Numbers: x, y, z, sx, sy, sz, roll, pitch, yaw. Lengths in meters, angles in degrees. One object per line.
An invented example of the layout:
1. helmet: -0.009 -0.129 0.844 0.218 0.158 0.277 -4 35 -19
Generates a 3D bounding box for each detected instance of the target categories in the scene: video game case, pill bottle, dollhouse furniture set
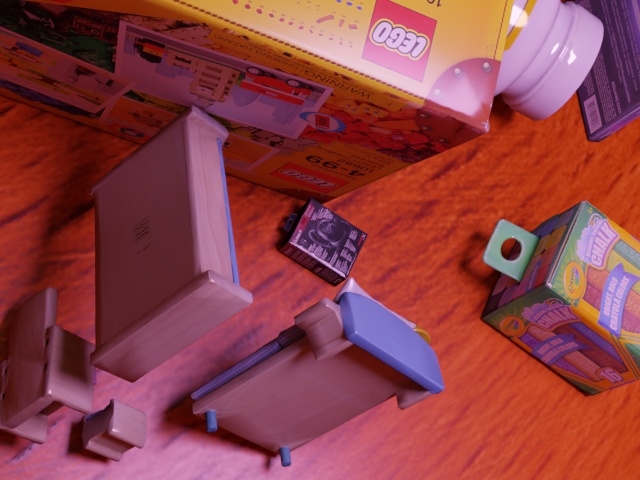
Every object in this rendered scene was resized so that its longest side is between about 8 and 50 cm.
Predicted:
1. video game case: 0.402 -0.266 1.225 0.026 0.274 0.196 2 70 -26
2. pill bottle: 0.152 -0.281 1.164 0.334 0.188 0.187 29 61 -14
3. dollhouse furniture set: -0.086 0.079 0.938 0.303 0.286 0.198 34 32 -39

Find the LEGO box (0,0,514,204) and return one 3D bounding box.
1. LEGO box: -0.136 -0.222 0.881 0.500 0.372 0.193 18 76 -18

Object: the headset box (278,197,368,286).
1. headset box: 0.000 0.000 1.072 0.083 0.032 0.062 31 60 -10

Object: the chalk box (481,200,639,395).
1. chalk box: 0.282 0.054 1.126 0.213 0.132 0.132 35 59 -9
